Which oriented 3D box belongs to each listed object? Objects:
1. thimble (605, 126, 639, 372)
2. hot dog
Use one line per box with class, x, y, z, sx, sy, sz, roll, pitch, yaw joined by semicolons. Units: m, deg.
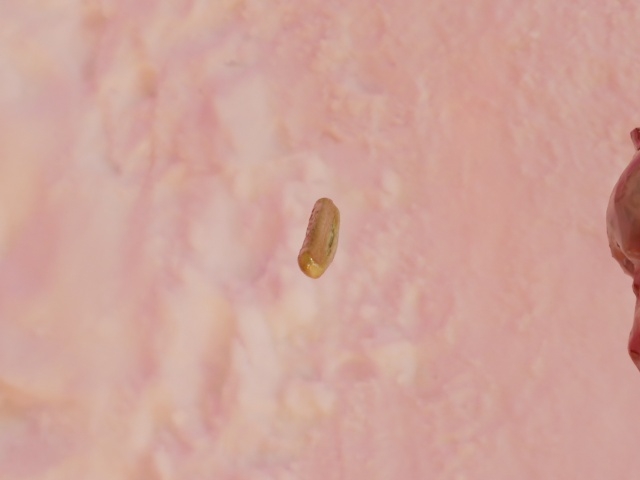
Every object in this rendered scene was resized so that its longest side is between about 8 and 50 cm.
thimble;0.178;0.003;0.284;0.125;0.189;0.163;118;148;-43
hot dog;-0.001;0.000;1.241;0.028;0.044;0.137;-32;21;21
